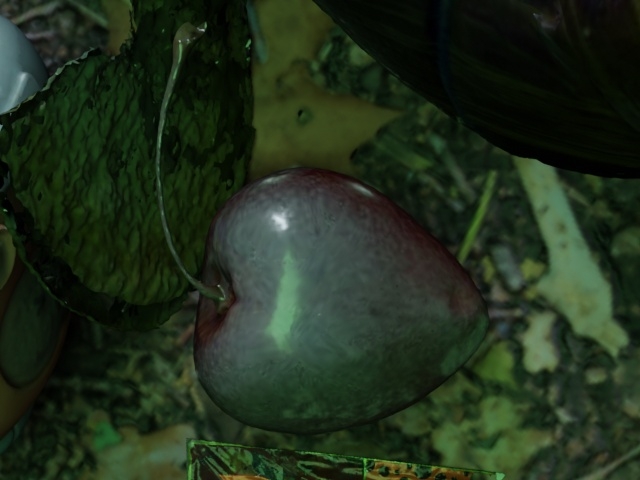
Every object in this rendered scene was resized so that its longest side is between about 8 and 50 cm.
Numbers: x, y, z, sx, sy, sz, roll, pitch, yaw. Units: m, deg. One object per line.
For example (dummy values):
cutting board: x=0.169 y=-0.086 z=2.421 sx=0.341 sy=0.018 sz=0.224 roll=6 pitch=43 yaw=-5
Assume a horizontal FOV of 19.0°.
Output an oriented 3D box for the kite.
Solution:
kite: x=-0.028 y=0.148 z=0.974 sx=0.222 sy=0.008 sz=0.125 roll=-44 pitch=78 yaw=10

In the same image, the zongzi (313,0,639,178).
zongzi: x=0.180 y=-0.075 z=0.678 sx=0.432 sy=0.403 sz=0.208 roll=38 pitch=94 yaw=37

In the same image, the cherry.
cherry: x=0.007 y=0.001 z=0.907 sx=0.148 sy=0.115 sz=0.188 roll=8 pitch=92 yaw=18

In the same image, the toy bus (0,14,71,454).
toy bus: x=-0.246 y=0.020 z=0.923 sx=0.287 sy=0.194 sz=0.232 roll=-10 pitch=122 yaw=16

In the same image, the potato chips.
potato chips: x=-0.083 y=-0.069 z=0.893 sx=0.029 sy=0.202 sz=0.220 roll=6 pitch=71 yaw=32
